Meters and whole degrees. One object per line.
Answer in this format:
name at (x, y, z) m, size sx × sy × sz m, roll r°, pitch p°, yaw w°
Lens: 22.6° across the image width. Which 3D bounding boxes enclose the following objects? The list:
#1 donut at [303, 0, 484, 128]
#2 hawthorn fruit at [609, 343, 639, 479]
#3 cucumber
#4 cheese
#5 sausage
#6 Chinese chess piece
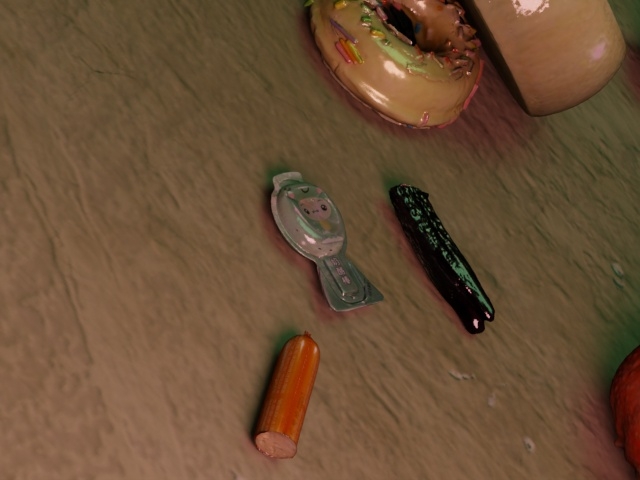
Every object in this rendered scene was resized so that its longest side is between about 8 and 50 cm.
donut at (0.070, -0.175, 1.378) m, size 0.174 × 0.068 × 0.175 m, roll 23°, pitch 45°, yaw -25°
hawthorn fruit at (0.353, 0.100, 1.221) m, size 0.165 × 0.285 × 0.165 m, roll 34°, pitch 33°, yaw -26°
cucumber at (0.094, 0.013, 1.265) m, size 0.034 × 0.033 × 0.135 m, roll -9°, pitch 63°, yaw -42°
cheese at (0.000, 0.000, 1.198) m, size 0.067 × 0.026 × 0.121 m, roll -12°, pitch 66°, yaw -46°
sausage at (-0.021, 0.101, 1.091) m, size 0.031 × 0.031 × 0.107 m, roll 33°, pitch 40°, yaw -16°
Chinese chess piece at (0.168, -0.230, 1.398) m, size 0.250 × 0.101 × 0.250 m, roll 58°, pitch 6°, yaw -9°
